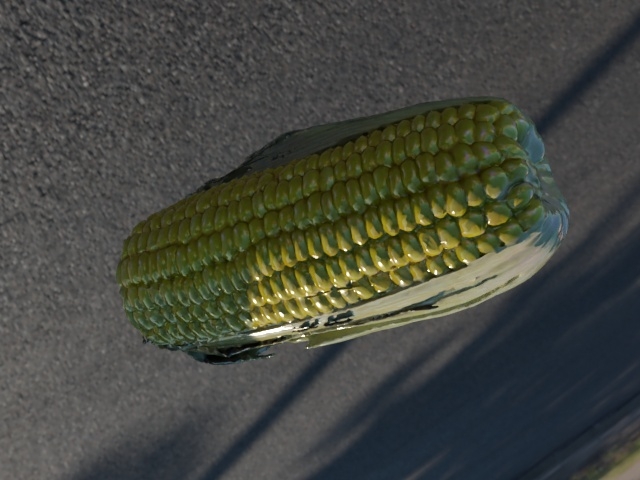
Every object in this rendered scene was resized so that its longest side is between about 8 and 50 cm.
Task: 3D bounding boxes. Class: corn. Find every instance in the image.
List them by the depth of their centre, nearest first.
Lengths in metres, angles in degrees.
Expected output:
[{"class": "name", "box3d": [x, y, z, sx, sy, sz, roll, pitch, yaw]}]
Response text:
[{"class": "corn", "box3d": [0.002, 0.001, 0.560, 0.305, 0.122, 0.123, -14, 123, 27]}]
